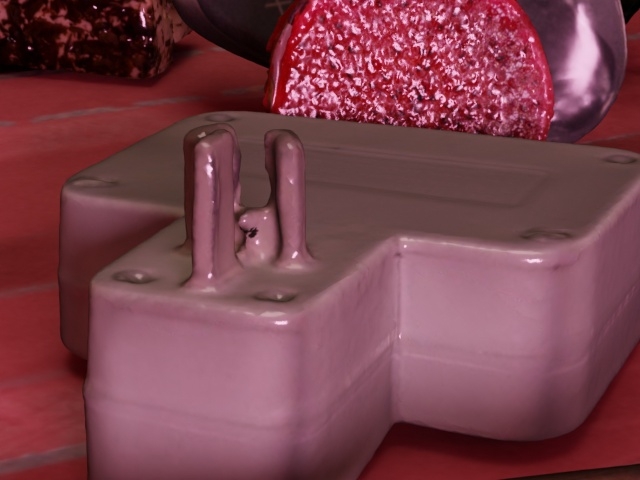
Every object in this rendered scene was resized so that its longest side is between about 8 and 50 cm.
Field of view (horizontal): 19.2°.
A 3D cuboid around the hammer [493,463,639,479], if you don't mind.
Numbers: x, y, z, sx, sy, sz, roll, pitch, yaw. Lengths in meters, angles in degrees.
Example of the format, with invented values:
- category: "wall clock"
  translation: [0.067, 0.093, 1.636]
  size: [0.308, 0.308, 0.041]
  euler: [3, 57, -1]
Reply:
- category: "hammer"
  translation: [0.051, 0.096, 0.594]
  size: [0.439, 0.044, 0.168]
  euler: [-8, -7, -6]

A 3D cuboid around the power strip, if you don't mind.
- category: "power strip"
  translation: [0.000, 0.000, 0.758]
  size: [0.229, 0.141, 0.261]
  euler: [8, 20, 21]

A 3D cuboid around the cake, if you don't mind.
- category: "cake"
  translation: [-0.206, -0.185, 1.216]
  size: [0.246, 0.135, 0.112]
  euler: [5, 23, 12]

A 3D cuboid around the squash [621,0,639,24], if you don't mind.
- category: "squash"
  translation: [0.113, -0.207, 1.199]
  size: [0.218, 0.172, 0.218]
  euler: [22, 17, -7]

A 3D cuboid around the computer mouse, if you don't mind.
- category: "computer mouse"
  translation: [0.017, -0.162, 1.093]
  size: [0.379, 0.167, 0.090]
  euler: [35, 5, 26]

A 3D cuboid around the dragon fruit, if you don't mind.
- category: "dragon fruit"
  translation: [0.036, -0.077, 0.967]
  size: [0.153, 0.153, 0.111]
  euler: [-5, 5, -14]
